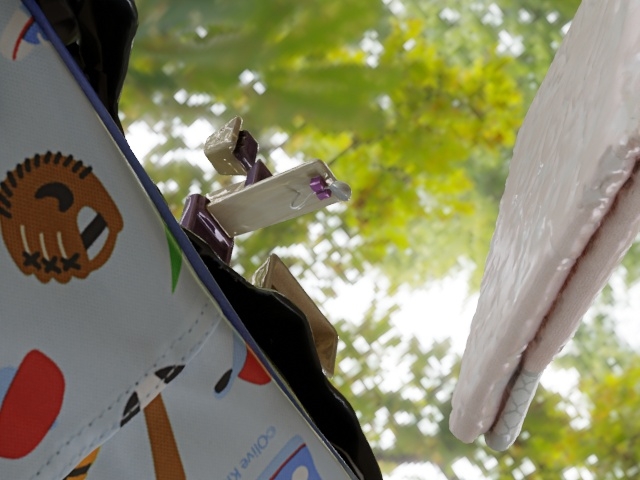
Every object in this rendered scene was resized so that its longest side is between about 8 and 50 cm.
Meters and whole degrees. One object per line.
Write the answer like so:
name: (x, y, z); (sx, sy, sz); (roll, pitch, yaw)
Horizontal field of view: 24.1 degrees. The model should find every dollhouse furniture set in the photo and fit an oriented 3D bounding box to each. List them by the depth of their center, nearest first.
dollhouse furniture set: (0.000, 0.000, 0.729); (0.114, 0.081, 0.091); (53, -150, -33)

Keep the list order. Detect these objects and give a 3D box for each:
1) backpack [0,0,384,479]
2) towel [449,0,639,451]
backpack: (-0.117, 0.049, 0.421); (0.263, 0.276, 0.213); (47, -110, -23)
towel: (0.179, -0.067, 0.993); (0.053, 0.317, 0.332); (19, -132, -1)
